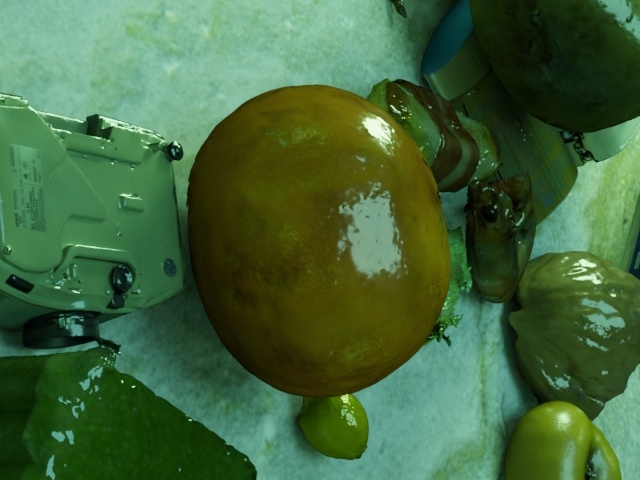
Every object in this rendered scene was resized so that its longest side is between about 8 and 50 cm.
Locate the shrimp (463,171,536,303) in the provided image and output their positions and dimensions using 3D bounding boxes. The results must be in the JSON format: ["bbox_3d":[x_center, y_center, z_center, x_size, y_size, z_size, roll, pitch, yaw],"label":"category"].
[{"bbox_3d":[0.213,-0.026,1.771,0.152,0.063,0.287,-62,158,-18],"label":"shrimp"}]

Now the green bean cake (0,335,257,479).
[{"bbox_3d":[-0.184,0.230,1.140,0.250,0.156,0.247,40,51,-41],"label":"green bean cake"}]

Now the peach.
[{"bbox_3d":[0.289,0.283,1.832,0.179,0.103,0.179,12,74,-47],"label":"peach"}]

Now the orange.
[{"bbox_3d":[0.000,0.000,1.384,0.284,0.226,0.284,-13,90,-76],"label":"orange"}]

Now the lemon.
[{"bbox_3d":[0.013,0.178,1.511,0.092,0.065,0.065,50,41,-8],"label":"lemon"}]

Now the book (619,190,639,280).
[{"bbox_3d":[0.487,-0.075,2.145,0.228,0.018,0.323,-8,113,-61],"label":"book"}]

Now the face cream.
[{"bbox_3d":[0.218,-0.155,1.879,0.139,0.067,0.285,-47,121,-29],"label":"face cream"}]

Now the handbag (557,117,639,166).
[{"bbox_3d":[0.300,-0.299,1.972,0.359,0.160,0.237,57,46,-26],"label":"handbag"}]

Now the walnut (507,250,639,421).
[{"bbox_3d":[0.337,0.099,1.925,0.204,0.141,0.238,56,38,-22],"label":"walnut"}]

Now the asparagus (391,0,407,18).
[{"bbox_3d":[0.075,-0.337,1.789,0.016,0.016,0.163,-38,114,-80],"label":"asparagus"}]

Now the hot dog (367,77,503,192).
[{"bbox_3d":[0.110,-0.109,1.704,0.261,0.093,0.123,21,40,-50],"label":"hot dog"}]

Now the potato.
[{"bbox_3d":[0.286,-0.257,1.769,0.307,0.210,0.173,51,37,-23],"label":"potato"}]

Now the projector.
[{"bbox_3d":[-0.213,-0.014,1.229,0.269,0.088,0.194,9,71,-54],"label":"projector"}]

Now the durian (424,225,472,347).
[{"bbox_3d":[0.110,0.057,1.645,0.086,0.100,0.215,52,28,-25],"label":"durian"}]
